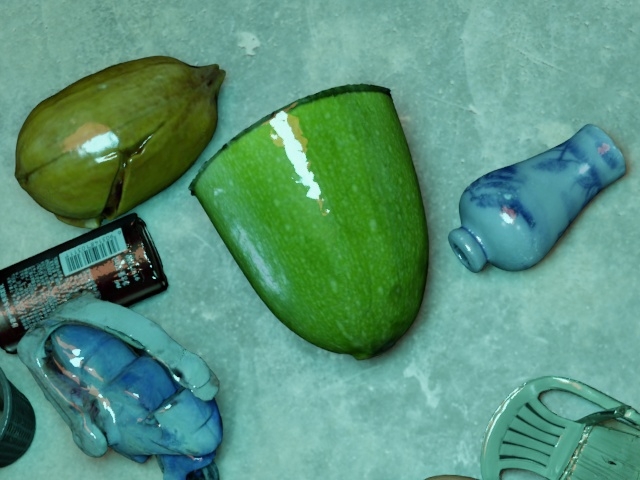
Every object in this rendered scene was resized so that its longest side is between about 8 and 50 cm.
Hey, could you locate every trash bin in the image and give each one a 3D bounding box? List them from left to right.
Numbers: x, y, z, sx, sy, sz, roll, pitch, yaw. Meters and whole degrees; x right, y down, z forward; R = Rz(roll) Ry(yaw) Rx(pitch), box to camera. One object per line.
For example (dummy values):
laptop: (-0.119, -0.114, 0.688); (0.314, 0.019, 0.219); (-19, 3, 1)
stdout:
trash bin: (-0.482, 0.248, 1.781); (0.175, 0.161, 0.175); (-3, 72, 9)

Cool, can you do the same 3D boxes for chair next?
chair: (0.342, 0.283, 1.630); (0.190, 0.274, 0.203); (29, 80, -9)

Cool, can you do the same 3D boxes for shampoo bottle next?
shampoo bottle: (-0.388, 0.077, 1.851); (0.323, 0.084, 0.129); (-24, 80, 4)

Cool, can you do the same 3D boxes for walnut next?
walnut: (-0.275, -0.154, 1.831); (0.336, 0.209, 0.209); (-34, 73, -9)

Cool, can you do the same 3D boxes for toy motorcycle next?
toy motorcycle: (-0.259, 0.210, 1.716); (0.319, 0.241, 0.182); (35, 74, 11)

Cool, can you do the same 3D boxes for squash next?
squash: (0.024, -0.001, 1.696); (0.310, 0.310, 0.309); (-27, 75, 2)

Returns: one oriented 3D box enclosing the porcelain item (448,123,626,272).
porcelain item: (0.293, -0.053, 1.753); (0.259, 0.141, 0.141); (-34, 73, -10)

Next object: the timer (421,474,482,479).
timer: (0.171, 0.414, 1.601); (0.215, 0.229, 0.230); (34, 83, 22)
